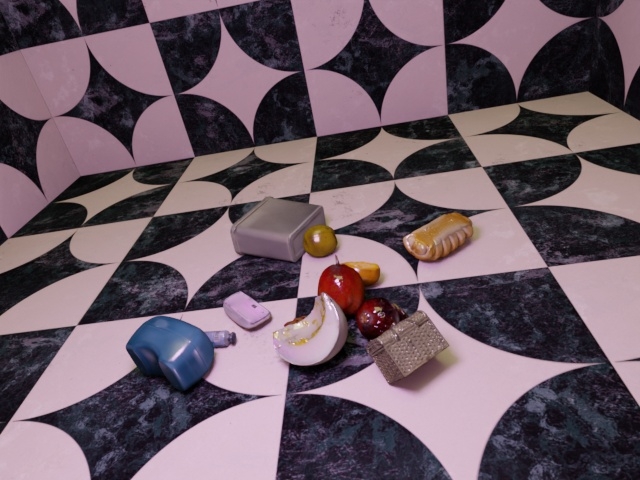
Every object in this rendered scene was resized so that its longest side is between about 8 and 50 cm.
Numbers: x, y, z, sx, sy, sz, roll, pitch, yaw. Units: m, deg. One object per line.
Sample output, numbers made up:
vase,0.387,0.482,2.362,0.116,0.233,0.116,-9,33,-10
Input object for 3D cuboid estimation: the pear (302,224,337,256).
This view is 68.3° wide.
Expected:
pear,0.000,0.000,2.179,0.162,0.149,0.149,-16,31,-12

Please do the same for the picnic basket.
picnic basket,0.267,0.331,1.495,0.196,0.134,0.154,-26,75,-23

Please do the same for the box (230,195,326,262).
box,-0.201,-0.059,2.328,0.343,0.178,0.352,9,36,29

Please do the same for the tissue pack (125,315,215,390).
tissue pack,-0.522,0.383,1.681,0.287,0.198,0.206,8,41,32

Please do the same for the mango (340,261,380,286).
mango,0.133,0.140,1.920,0.217,0.102,0.141,3,7,1

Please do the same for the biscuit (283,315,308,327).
biscuit,-0.077,0.322,1.800,0.130,0.019,0.119,-29,35,-27

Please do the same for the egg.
egg,-0.004,0.326,1.638,0.271,0.161,0.206,-49,61,7

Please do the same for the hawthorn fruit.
hawthorn fruit,0.079,0.178,1.797,0.189,0.252,0.189,1,6,0

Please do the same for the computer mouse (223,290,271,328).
computer mouse,-0.297,0.285,1.903,0.126,0.056,0.245,-31,35,-30

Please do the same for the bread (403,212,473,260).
bread,0.523,-0.011,2.037,0.311,0.121,0.173,-26,37,-21

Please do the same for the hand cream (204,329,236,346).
hand cream,-0.452,0.379,1.812,0.271,0.058,0.091,-7,43,16

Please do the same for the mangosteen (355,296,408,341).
mangosteen,0.219,0.278,1.651,0.180,0.166,0.166,-3,21,-36
